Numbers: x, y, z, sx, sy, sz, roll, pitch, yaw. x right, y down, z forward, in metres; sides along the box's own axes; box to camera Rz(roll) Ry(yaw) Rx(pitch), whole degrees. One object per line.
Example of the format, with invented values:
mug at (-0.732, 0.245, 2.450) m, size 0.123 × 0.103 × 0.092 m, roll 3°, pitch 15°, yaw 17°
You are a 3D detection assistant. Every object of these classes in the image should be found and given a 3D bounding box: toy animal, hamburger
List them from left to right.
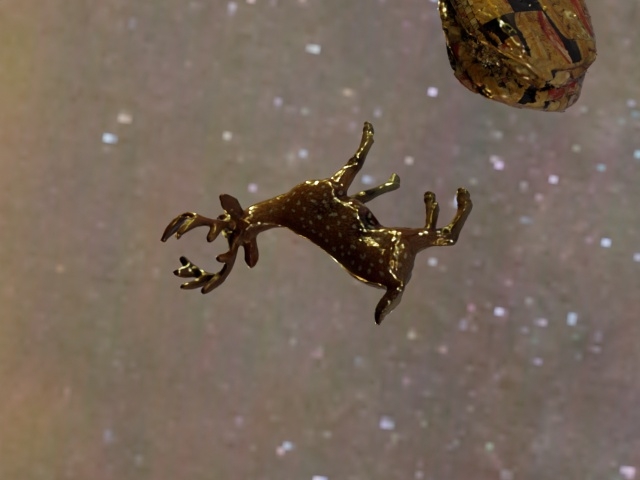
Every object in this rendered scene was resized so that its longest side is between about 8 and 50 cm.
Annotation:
toy animal at (-0.003, -0.015, 1.816) m, size 0.243 × 0.260 × 0.087 m, roll 28°, pitch -37°, yaw 35°
hamburger at (0.249, -0.264, 2.228) m, size 0.107 × 0.231 × 0.231 m, roll 125°, pitch -34°, yaw -48°
